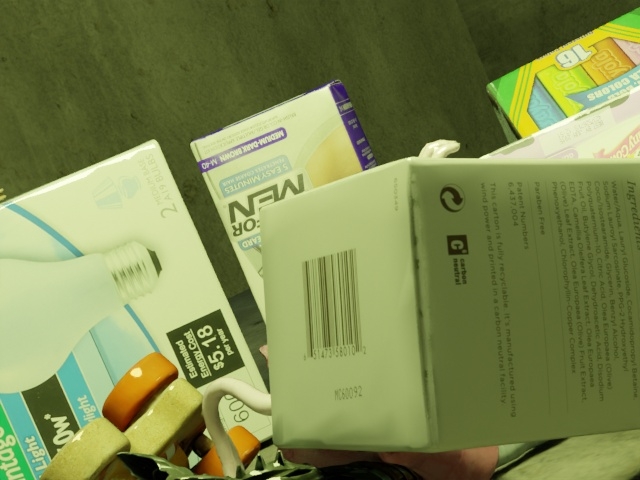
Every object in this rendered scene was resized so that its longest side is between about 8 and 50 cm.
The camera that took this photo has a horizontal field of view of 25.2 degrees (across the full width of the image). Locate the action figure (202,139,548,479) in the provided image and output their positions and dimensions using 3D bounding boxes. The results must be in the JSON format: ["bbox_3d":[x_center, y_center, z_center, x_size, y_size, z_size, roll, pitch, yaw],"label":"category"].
[{"bbox_3d":[0.022,0.089,1.097,0.276,0.248,0.370,-24,1,-4],"label":"action figure"}]

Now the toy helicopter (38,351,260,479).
[{"bbox_3d":[-0.191,0.215,1.255,0.235,0.140,0.355,-48,-10,-6],"label":"toy helicopter"}]

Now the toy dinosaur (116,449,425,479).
[{"bbox_3d":[0.003,0.177,0.839,0.218,0.164,0.322,-5,-31,-42],"label":"toy dinosaur"}]

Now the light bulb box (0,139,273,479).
[{"bbox_3d":[-0.288,0.123,1.594,0.361,0.357,0.225,-25,3,-13],"label":"light bulb box"}]

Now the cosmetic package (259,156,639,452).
[{"bbox_3d":[0.169,0.034,0.849,0.366,0.155,0.197,-1,-7,-25],"label":"cosmetic package"}]

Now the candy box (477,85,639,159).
[{"bbox_3d":[0.225,-0.054,1.075,0.165,0.070,0.196,-23,-10,22],"label":"candy box"}]

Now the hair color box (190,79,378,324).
[{"bbox_3d":[0.000,0.000,1.714,0.185,0.338,0.110,-22,6,12],"label":"hair color box"}]

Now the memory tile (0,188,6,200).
[{"bbox_3d":[-0.405,-0.019,1.503,0.113,0.012,0.148,-19,8,24],"label":"memory tile"}]

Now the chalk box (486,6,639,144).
[{"bbox_3d":[0.302,-0.056,1.335,0.179,0.180,0.289,-27,34,4],"label":"chalk box"}]
